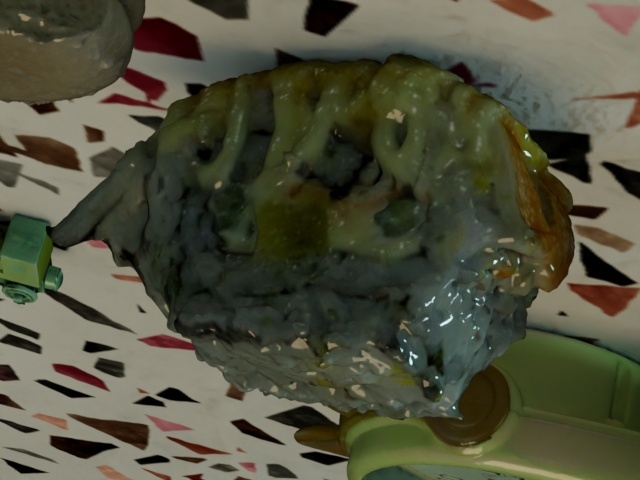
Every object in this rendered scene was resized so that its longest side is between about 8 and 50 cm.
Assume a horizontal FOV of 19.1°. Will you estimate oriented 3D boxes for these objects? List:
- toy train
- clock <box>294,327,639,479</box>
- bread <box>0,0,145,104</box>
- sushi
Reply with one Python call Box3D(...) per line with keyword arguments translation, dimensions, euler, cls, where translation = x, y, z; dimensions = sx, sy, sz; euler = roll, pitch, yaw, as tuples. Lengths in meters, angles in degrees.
Box3D(translation=(-0.253, 0.008, 1.431), dimensions=(0.122, 0.050, 0.081), euler=(14, 154, 2), cls="toy train")
Box3D(translation=(0.158, 0.159, 1.451), dimensions=(0.348, 0.117, 0.286), euler=(16, 158, -2), cls="clock")
Box3D(translation=(-0.263, -0.143, 1.006), dimensions=(0.337, 0.102, 0.183), euler=(16, 161, -8), cls="bread")
Box3D(translation=(0.000, 0.000, 1.069), dimensions=(0.274, 0.184, 0.139), euler=(2, 154, 31), cls="sushi")
